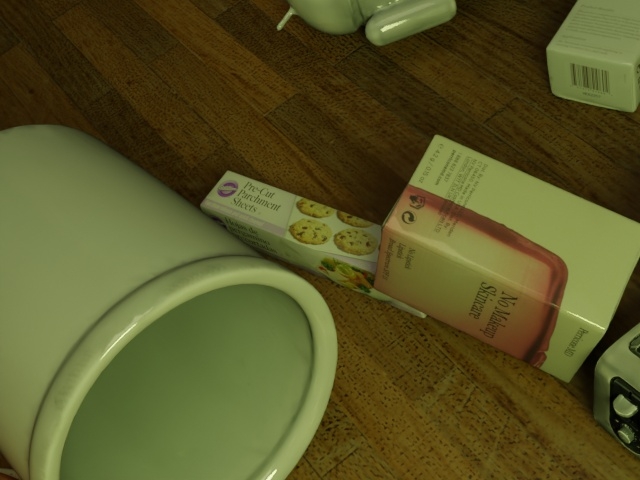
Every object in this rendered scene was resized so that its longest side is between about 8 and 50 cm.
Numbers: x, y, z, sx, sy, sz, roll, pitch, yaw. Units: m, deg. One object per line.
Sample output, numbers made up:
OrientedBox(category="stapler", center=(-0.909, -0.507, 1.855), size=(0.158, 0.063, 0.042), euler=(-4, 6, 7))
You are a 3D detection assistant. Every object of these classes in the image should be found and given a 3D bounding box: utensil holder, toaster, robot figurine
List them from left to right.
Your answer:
OrientedBox(category="utensil holder", center=(-0.223, 0.086, 1.053), size=(0.327, 0.328, 0.385), euler=(-42, 49, -14))
OrientedBox(category="robot figurine", center=(0.085, -0.412, 1.409), size=(0.353, 0.200, 0.300), euler=(-20, 65, 5))
OrientedBox(category="toaster", center=(0.367, 0.139, 0.915), size=(0.185, 0.110, 0.168), euler=(-35, 47, -13))

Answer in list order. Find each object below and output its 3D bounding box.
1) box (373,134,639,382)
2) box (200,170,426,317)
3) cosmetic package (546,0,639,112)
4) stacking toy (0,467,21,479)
OrientedBox(category="box", center=(0.185, 0.020, 1.022), size=(0.232, 0.149, 0.127), euler=(26, 65, 12))
OrientedBox(category="box", center=(0.000, 0.000, 1.205), size=(0.324, 0.063, 0.067), euler=(22, 62, 32))
OrientedBox(category="cosmetic package", center=(0.387, -0.278, 1.273), size=(0.117, 0.085, 0.231), euler=(21, 61, 32))
OrientedBox(category="stacking toy", center=(-0.435, 0.278, 0.869), size=(0.350, 0.480, 0.351), euler=(-10, 51, 13))
